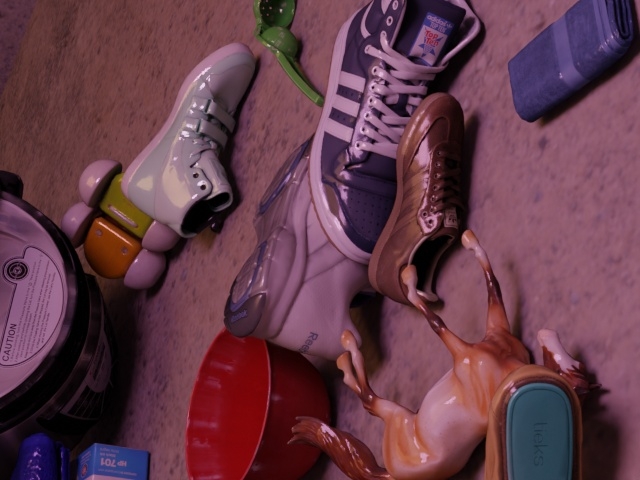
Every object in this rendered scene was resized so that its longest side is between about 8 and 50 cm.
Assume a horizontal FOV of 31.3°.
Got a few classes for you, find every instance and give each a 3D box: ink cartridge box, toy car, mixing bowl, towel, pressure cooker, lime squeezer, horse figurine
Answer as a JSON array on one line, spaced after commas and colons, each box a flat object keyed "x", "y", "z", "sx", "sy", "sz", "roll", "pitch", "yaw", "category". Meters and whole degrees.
[{"x": -0.289, "y": 0.378, "z": 1.491, "sx": 0.139, "sy": 0.082, "sz": 0.190, "roll": -40, "pitch": 42, "yaw": 48, "category": "ink cartridge box"}, {"x": -0.264, "y": -0.033, "z": 1.618, "sx": 0.182, "sy": 0.159, "sz": 0.136, "roll": -59, "pitch": -8, "yaw": 34, "category": "toy car"}, {"x": -0.052, "y": 0.174, "z": 1.127, "sx": 0.181, "sy": 0.098, "sz": 0.181, "roll": -36, "pitch": 47, "yaw": 51, "category": "mixing bowl"}, {"x": -0.370, "y": 0.429, "z": 1.459, "sx": 0.227, "sy": 0.076, "sz": 0.308, "roll": 125, "pitch": 147, "yaw": -50, "category": "towel"}, {"x": -0.488, "y": 0.131, "z": 1.556, "sx": 0.370, "sy": 0.375, "sz": 0.420, "roll": 51, "pitch": 161, "yaw": 19, "category": "pressure cooker"}, {"x": -0.033, "y": -0.266, "z": 1.388, "sx": 0.110, "sy": 0.059, "sz": 0.310, "roll": -16, "pitch": 56, "yaw": 25, "category": "lime squeezer"}, {"x": 0.089, "y": 0.119, "z": 0.901, "sx": 0.263, "sy": 0.066, "sz": 0.174, "roll": -46, "pitch": 60, "yaw": 29, "category": "horse figurine"}, {"x": 0.197, "y": -0.145, "z": 0.897, "sx": 0.119, "sy": 0.029, "sz": 0.067, "roll": -38, "pitch": 44, "yaw": 49, "category": "towel"}]

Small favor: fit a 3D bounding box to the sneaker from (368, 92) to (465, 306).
[{"x": 0.102, "y": -0.032, "z": 1.000, "sx": 0.071, "sy": 0.066, "sz": 0.188, "roll": 25, "pitch": 105, "yaw": 46, "category": "sneaker"}]

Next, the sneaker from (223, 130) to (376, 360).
[{"x": 0.000, "y": 0.000, "z": 1.115, "sx": 0.111, "sy": 0.129, "sz": 0.297, "roll": -47, "pitch": 20, "yaw": 46, "category": "sneaker"}]

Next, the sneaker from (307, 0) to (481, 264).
[{"x": 0.070, "y": -0.127, "z": 1.052, "sx": 0.153, "sy": 0.099, "sz": 0.282, "roll": -36, "pitch": 43, "yaw": 53, "category": "sneaker"}]

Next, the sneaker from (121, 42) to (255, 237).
[{"x": -0.132, "y": -0.121, "z": 1.470, "sx": 0.151, "sy": 0.094, "sz": 0.256, "roll": 38, "pitch": 95, "yaw": 33, "category": "sneaker"}]

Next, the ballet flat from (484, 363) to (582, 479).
[{"x": 0.144, "y": 0.199, "z": 0.772, "sx": 0.073, "sy": 0.080, "sz": 0.232, "roll": -140, "pitch": 54, "yaw": -88, "category": "ballet flat"}]
